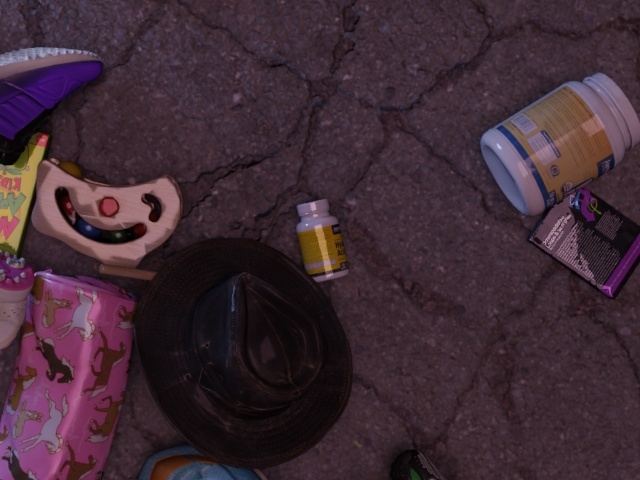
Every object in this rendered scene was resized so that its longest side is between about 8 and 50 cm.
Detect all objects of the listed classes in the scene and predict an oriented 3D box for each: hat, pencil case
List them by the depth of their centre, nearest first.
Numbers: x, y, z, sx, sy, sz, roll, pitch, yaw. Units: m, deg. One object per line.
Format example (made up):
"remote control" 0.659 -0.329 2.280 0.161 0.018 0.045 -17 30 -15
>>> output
"hat" -0.089 0.133 1.734 0.331 0.134 0.331 6 68 -16
"pencil case" -0.372 0.238 1.811 0.160 0.167 0.386 13 89 -32

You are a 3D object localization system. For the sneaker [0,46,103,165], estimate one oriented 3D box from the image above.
"sneaker" -0.430 -0.182 1.793 0.293 0.102 0.146 -22 114 -39

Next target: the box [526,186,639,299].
"box" 0.408 -0.003 1.937 0.162 0.029 0.116 35 87 -6

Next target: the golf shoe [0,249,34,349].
"golf shoe" -0.539 0.057 1.790 0.306 0.115 0.140 22 116 23

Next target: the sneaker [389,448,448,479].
"sneaker" 0.234 0.427 1.893 0.146 0.134 0.343 -45 103 -9

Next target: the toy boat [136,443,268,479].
"toy boat" -0.128 0.324 1.811 0.318 0.267 0.148 -46 138 -21

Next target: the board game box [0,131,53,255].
"board game box" -0.457 -0.076 1.854 0.092 0.043 0.181 15 90 -5

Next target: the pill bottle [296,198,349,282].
"pill bottle" 0.000 0.000 1.883 0.065 0.065 0.116 -14 93 -4

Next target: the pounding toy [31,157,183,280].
"pounding toy" -0.281 -0.036 1.813 0.269 0.155 0.154 27 93 -5

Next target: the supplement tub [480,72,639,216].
"supplement tub" 0.350 -0.142 1.871 0.199 0.144 0.144 -31 93 -3
